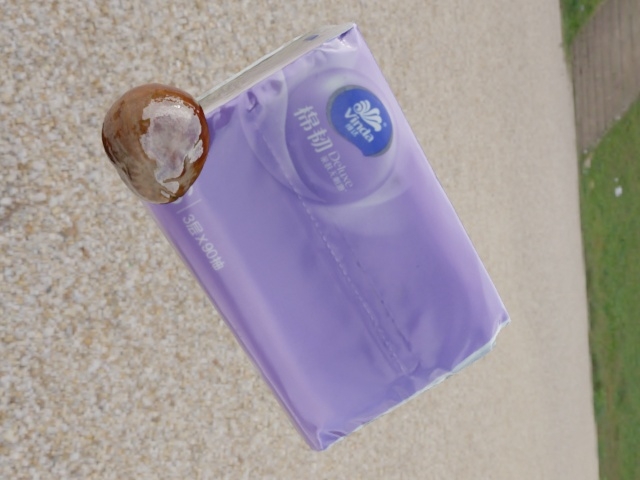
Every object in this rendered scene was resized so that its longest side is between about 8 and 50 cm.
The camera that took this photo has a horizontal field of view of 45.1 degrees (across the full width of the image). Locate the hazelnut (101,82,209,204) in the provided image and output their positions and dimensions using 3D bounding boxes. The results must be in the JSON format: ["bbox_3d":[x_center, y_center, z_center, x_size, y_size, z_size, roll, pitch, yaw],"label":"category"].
[{"bbox_3d":[-0.115,-0.068,0.545,0.086,0.086,0.086,-3,90,-68],"label":"hazelnut"}]

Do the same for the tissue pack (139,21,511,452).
[{"bbox_3d":[0.000,0.000,0.728,0.338,0.242,0.160,58,-6,-18],"label":"tissue pack"}]
